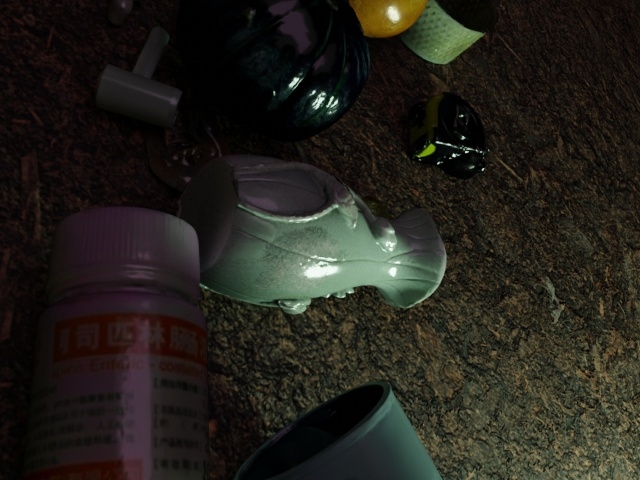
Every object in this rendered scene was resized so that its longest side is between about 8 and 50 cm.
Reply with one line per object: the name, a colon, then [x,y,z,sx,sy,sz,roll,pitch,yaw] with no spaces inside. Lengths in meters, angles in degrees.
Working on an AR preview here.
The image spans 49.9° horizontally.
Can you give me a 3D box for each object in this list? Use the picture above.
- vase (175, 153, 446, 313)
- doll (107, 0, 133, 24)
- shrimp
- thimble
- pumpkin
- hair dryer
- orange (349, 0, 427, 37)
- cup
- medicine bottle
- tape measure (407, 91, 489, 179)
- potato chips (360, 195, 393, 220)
vase: [0.000,0.000,1.144,0.446,0.250,0.249,12,61,-35]
doll: [-0.376,-0.478,1.221,0.161,0.059,0.160,37,50,-16]
shrimp: [-0.234,-0.190,1.187,0.144,0.052,0.251,-7,64,-26]
thimble: [0.297,-0.595,1.725,0.271,0.150,0.270,17,57,-29]
pumpkin: [-0.079,-0.356,1.232,0.363,0.266,0.363,35,36,-31]
hair dryer: [-0.291,-0.291,1.184,0.131,0.073,0.236,16,43,-11]
orange: [0.131,-0.572,1.532,0.240,0.240,0.239,17,58,-30]
cup: [0.078,0.394,0.941,0.257,0.331,0.311,-31,91,-22]
medicine bottle: [-0.251,0.168,0.876,0.219,0.219,0.388,13,60,-32]
tape measure: [0.289,-0.250,1.572,0.199,0.112,0.186,20,55,-29]
potato chips: [0.062,-0.043,1.352,0.142,0.026,0.209,50,50,-9]
